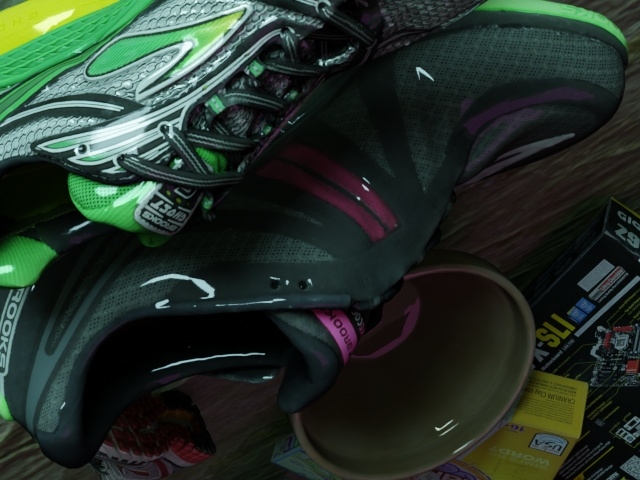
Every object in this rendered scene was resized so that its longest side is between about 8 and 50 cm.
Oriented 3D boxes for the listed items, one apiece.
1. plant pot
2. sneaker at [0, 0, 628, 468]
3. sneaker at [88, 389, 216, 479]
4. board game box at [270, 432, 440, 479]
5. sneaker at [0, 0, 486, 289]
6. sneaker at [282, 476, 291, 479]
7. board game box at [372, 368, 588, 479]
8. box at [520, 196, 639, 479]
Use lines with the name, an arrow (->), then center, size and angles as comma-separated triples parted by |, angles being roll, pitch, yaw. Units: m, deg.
plant pot -> 0.067, 0.095, 1.071 | 0.237, 0.110, 0.237 | -12, 126, -17
sneaker -> 0.000, 0.000, 0.783 | 0.483, 0.202, 0.185 | -27, 153, -5
sneaker -> -0.176, 0.178, 1.036 | 0.093, 0.088, 0.225 | -33, 153, 9
board game box -> 0.037, 0.248, 1.282 | 0.154, 0.026, 0.103 | 29, 146, -19
sneaker -> -0.051, -0.073, 0.587 | 0.343, 0.146, 0.134 | -25, 146, 20
sneaker -> -0.029, 0.354, 1.335 | 0.137, 0.210, 0.366 | -9, 149, -36
board game box -> 0.132, 0.220, 1.286 | 0.242, 0.064, 0.316 | 13, 147, 5
box -> 0.320, 0.142, 1.300 | 0.322, 0.257, 0.079 | -54, -176, 37
